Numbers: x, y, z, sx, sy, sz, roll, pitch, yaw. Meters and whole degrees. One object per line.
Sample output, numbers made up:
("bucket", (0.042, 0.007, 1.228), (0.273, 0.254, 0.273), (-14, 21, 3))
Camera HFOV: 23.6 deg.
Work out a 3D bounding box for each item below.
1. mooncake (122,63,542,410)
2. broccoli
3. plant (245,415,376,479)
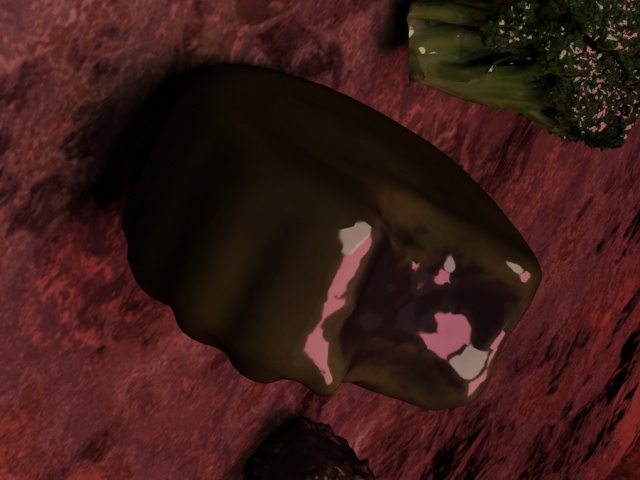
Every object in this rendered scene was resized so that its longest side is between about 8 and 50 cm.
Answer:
("mooncake", (0.000, 0.000, 1.291), (0.351, 0.351, 0.187), (-9, 132, -58))
("broccoli", (0.220, -0.227, 1.520), (0.308, 0.275, 0.308), (-3, 90, -90))
("plant", (-0.055, 0.354, 1.874), (0.149, 0.146, 0.274), (28, 99, -46))
